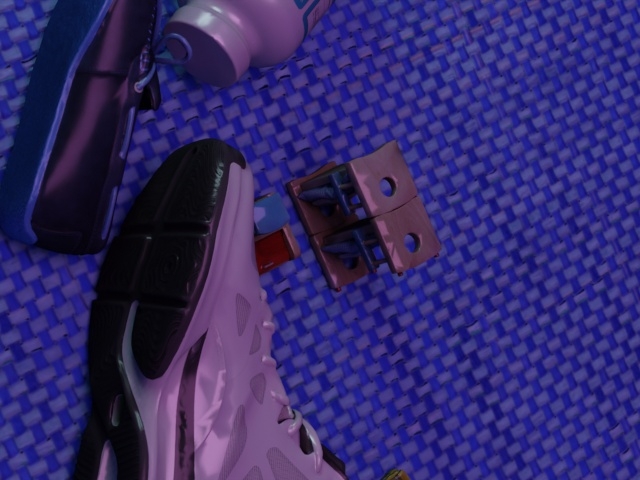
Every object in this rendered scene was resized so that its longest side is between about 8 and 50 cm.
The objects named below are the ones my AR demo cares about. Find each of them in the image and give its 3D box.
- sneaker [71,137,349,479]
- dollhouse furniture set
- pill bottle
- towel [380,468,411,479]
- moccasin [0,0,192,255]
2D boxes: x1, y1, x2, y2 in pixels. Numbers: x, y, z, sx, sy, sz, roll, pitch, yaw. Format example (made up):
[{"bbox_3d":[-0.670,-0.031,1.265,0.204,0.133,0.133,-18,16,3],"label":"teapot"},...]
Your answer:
[{"bbox_3d":[-0.087,0.139,1.848,0.257,0.169,0.448,17,81,-37],"label":"sneaker"},{"bbox_3d":[0.000,0.000,1.919,0.183,0.129,0.129,-27,96,-33],"label":"dollhouse furniture set"},{"bbox_3d":[-0.051,-0.279,1.927,0.146,0.146,0.264,46,62,-17],"label":"pill bottle"},{"bbox_3d":[0.034,0.349,1.943,0.237,0.021,0.102,-42,103,-29],"label":"towel"},{"bbox_3d":[-0.214,-0.150,1.834,0.116,0.137,0.342,23,84,-31],"label":"moccasin"}]
